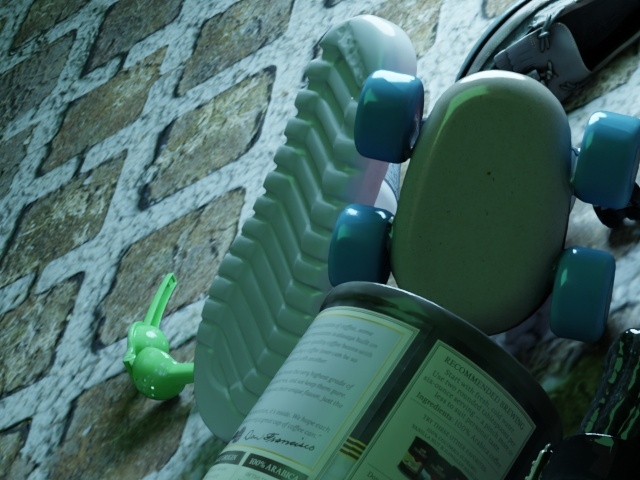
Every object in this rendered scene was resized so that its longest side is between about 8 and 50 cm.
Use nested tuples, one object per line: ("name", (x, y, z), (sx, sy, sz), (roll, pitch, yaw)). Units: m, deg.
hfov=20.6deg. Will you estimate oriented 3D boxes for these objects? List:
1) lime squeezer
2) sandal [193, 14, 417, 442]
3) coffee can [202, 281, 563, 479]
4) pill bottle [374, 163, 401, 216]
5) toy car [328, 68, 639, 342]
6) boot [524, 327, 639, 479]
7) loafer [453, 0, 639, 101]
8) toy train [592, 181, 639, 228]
("lime squeezer", (-0.151, 0.102, 1.759), (0.110, 0.059, 0.310), (-45, 26, -5))
("sandal", (0.006, 0.008, 1.545), (0.169, 0.102, 0.416), (52, 125, 50))
("coffee can", (0.015, 0.196, 1.232), (0.201, 0.201, 0.275), (1, 49, 54))
("pill bottle", (0.022, -0.046, 1.689), (0.108, 0.108, 0.180), (-29, 29, 24))
("toy car", (0.149, -0.027, 1.453), (0.219, 0.238, 0.210), (11, 92, 15))
("boot", (0.154, 0.157, 1.002), (0.131, 0.348, 0.260), (35, 77, 22))
("loafer", (0.242, -0.196, 1.643), (0.267, 0.096, 0.084), (-39, 33, 1))
("toy train", (0.288, -0.047, 1.416), (0.158, 0.036, 0.027), (-20, 34, 37))
